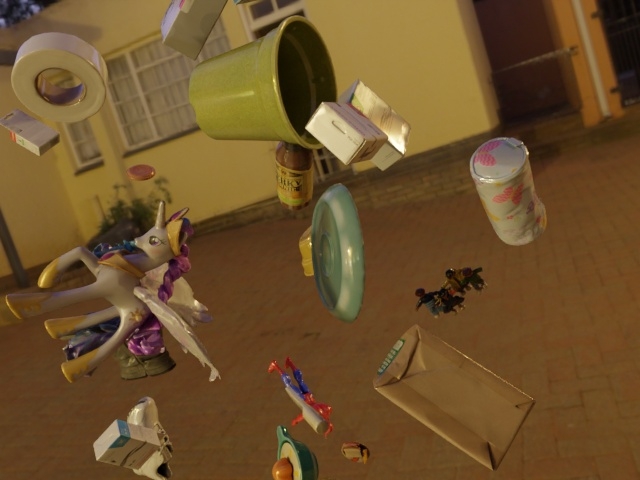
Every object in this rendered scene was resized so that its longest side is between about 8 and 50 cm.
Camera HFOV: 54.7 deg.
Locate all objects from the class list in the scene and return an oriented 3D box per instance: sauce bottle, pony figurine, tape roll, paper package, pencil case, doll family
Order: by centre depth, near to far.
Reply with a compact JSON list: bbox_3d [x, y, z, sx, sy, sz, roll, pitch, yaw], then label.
[{"bbox_3d":[-0.369,0.128,1.248,0.364,0.350,0.303,-28,31,-8],"label":"pony figurine"},{"bbox_3d":[0.407,-0.099,1.319,0.124,0.273,0.113,-31,49,10],"label":"pencil case"},{"bbox_3d":[0.281,0.345,1.397,0.168,0.310,0.325,-57,-10,-7],"label":"paper package"},{"bbox_3d":[0.322,0.125,1.554,0.193,0.111,0.076,-46,39,4],"label":"doll family"},{"bbox_3d":[-0.075,-0.220,1.759,0.112,0.111,0.344,-19,-30,-11],"label":"sauce bottle"},{"bbox_3d":[-0.837,-0.521,2.001,0.286,0.286,0.100,-17,50,5],"label":"tape roll"}]

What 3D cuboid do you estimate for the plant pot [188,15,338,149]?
[{"bbox_3d":[-0.134,-0.323,1.348,0.254,0.275,0.276,-2,13,28],"label":"plant pot"}]

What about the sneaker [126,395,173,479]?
[{"bbox_3d":[-0.504,0.603,1.880,0.129,0.297,0.111,14,30,29],"label":"sneaker"}]

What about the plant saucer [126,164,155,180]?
[{"bbox_3d":[-0.532,-0.203,1.832,0.084,0.013,0.083,4,36,-3],"label":"plant saucer"}]

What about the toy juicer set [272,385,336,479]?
[{"bbox_3d":[-0.041,0.467,1.249,0.090,0.328,0.209,-1,-11,-24],"label":"toy juicer set"}]

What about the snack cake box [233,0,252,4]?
[{"bbox_3d":[-0.074,-0.517,1.001,0.089,0.152,0.264,-29,8,-36],"label":"snack cake box"}]

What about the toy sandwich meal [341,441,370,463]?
[{"bbox_3d":[0.093,0.569,1.653,0.086,0.085,0.029,-15,28,21],"label":"toy sandwich meal"}]

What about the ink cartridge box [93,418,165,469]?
[{"bbox_3d":[-0.525,0.576,1.731,0.104,0.180,0.060,-48,43,7],"label":"ink cartridge box"}]

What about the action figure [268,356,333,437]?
[{"bbox_3d":[-0.054,0.480,1.802,0.092,0.139,0.280,-8,33,-35],"label":"action figure"}]

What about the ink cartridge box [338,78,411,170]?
[{"bbox_3d":[0.138,-0.314,1.691,0.087,0.208,0.153,-35,27,42],"label":"ink cartridge box"}]

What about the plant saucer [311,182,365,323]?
[{"bbox_3d":[0.030,0.030,1.393,0.044,0.317,0.317,-4,3,-16],"label":"plant saucer"}]

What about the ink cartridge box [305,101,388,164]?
[{"bbox_3d":[0.047,-0.184,1.054,0.056,0.099,0.135,-51,-10,23],"label":"ink cartridge box"}]

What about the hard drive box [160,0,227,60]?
[{"bbox_3d":[-0.317,-0.573,1.541,0.181,0.089,0.232,-56,29,17],"label":"hard drive box"}]

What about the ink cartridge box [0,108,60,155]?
[{"bbox_3d":[-0.627,-0.233,1.327,0.063,0.115,0.029,-55,-8,-41],"label":"ink cartridge box"}]

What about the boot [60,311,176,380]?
[{"bbox_3d":[-0.453,0.242,1.365,0.247,0.161,0.083,-6,20,8],"label":"boot"}]

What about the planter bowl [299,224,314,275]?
[{"bbox_3d":[0.000,0.000,1.889,0.217,0.090,0.217,-41,16,15],"label":"planter bowl"}]
